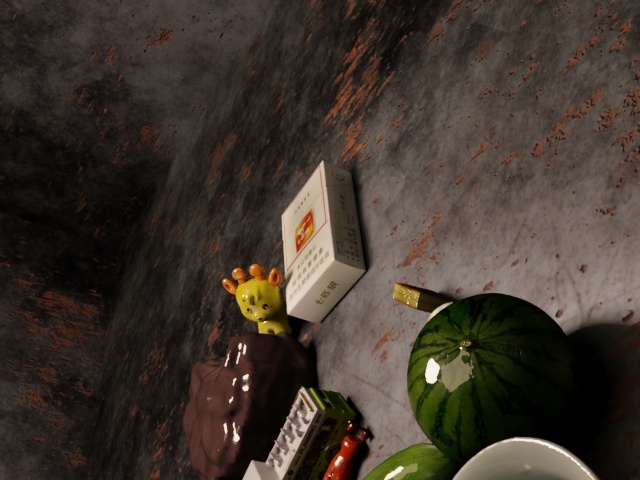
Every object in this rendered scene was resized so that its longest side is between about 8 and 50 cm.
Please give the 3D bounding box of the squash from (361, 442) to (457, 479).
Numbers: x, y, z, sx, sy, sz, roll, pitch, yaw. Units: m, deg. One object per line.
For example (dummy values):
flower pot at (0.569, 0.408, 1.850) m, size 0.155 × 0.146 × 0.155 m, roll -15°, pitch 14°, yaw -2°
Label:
squash at (0.091, 0.463, 1.379) m, size 0.395 × 0.107 × 0.107 m, roll -55°, pitch 28°, yaw 31°

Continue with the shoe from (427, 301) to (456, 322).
shoe at (0.212, 0.168, 1.392) m, size 0.143 × 0.064 × 0.071 m, roll -64°, pitch 24°, yaw 20°

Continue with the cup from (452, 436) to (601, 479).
cup at (0.279, 0.415, 0.941) m, size 0.347 × 0.163 × 0.347 m, roll -41°, pitch 39°, yaw 45°

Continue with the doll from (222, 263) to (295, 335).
doll at (-0.135, 0.140, 1.943) m, size 0.143 × 0.221 × 0.135 m, roll -13°, pitch 39°, yaw 17°

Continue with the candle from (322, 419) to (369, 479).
candle at (0.012, 0.503, 1.586) m, size 0.051 × 0.048 × 0.329 m, roll -110°, pitch 43°, yaw -74°

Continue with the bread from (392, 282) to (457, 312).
bread at (0.188, 0.106, 1.454) m, size 0.094 × 0.090 × 0.035 m, roll 22°, pitch 97°, yaw 65°

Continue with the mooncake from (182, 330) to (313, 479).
mooncake at (-0.182, 0.392, 1.900) m, size 0.381 × 0.212 × 0.351 m, roll -46°, pitch 40°, yaw 47°

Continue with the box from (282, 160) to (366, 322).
box at (0.000, 0.001, 1.928) m, size 0.210 × 0.095 × 0.330 m, roll -51°, pitch 29°, yaw 36°

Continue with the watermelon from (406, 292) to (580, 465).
watermelon at (0.234, 0.191, 1.116) m, size 0.242 × 0.242 × 0.242 m, roll -45°, pitch 34°, yaw 44°

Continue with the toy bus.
toy bus at (-0.050, 0.443, 1.644) m, size 0.302 × 0.139 × 0.113 m, roll -64°, pitch 27°, yaw 9°
